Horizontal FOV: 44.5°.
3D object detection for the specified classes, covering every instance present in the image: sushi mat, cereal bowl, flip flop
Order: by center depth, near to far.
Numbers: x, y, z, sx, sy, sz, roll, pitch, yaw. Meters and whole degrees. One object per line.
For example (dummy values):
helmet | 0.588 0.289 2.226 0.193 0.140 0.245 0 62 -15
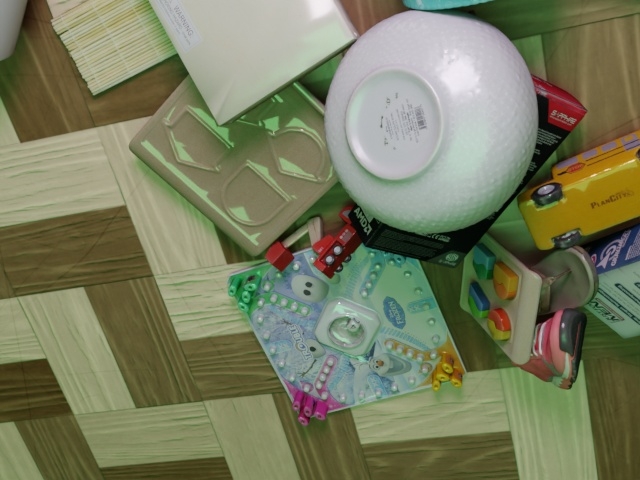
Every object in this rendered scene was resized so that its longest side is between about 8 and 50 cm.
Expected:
cereal bowl | 0.138 -0.174 1.156 0.339 0.141 0.339 6 100 35
sushi mat | -0.319 -0.385 1.383 0.316 0.019 0.151 -21 113 19
flip flop | 0.383 0.088 1.410 0.277 0.080 0.112 -24 87 54

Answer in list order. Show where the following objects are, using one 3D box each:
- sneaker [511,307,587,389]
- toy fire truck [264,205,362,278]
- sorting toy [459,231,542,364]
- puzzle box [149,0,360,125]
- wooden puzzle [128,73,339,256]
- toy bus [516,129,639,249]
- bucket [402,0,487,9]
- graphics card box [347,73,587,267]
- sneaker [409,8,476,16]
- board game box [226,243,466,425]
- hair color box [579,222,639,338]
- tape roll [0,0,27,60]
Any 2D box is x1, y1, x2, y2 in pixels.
sneaker | 0.409 0.204 1.448 0.136 0.116 0.314 10 160 17
toy fire truck | 0.000 0.000 1.491 0.192 0.135 0.047 -50 146 -2
sorting toy | 0.318 0.098 1.434 0.038 0.208 0.193 -11 120 -20
puzzle box | -0.147 -0.427 1.245 0.272 0.052 0.409 -28 92 23
wooden puzzle | -0.133 -0.175 1.434 0.322 0.080 0.348 42 121 -12
toy bus | 0.506 -0.103 1.325 0.332 0.130 0.108 -23 113 20
bucket | 0.216 -0.457 1.119 0.281 0.281 0.183 -10 118 15
graphics card box | 0.241 -0.125 1.324 0.232 0.094 0.371 12 125 -36
sneaker | 0.137 -0.315 1.306 0.281 0.106 0.162 -13 108 7
board game box | 0.053 0.187 1.603 0.390 0.050 0.390 -18 113 18
hair color box | 0.589 0.050 1.308 0.174 0.105 0.347 37 152 -10
tape roll | -0.609 -0.424 1.285 0.246 0.246 0.169 25 119 -4
